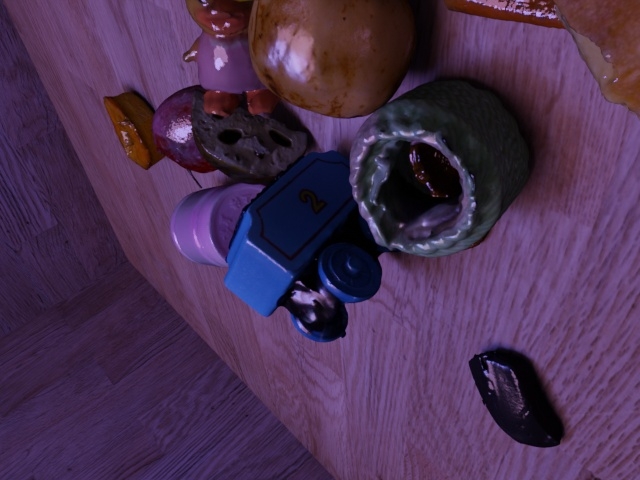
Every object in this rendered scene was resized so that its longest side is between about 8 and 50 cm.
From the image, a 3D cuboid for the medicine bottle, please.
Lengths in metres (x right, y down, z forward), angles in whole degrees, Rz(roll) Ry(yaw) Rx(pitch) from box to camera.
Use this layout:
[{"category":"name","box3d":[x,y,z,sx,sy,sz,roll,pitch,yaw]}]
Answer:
[{"category":"medicine bottle","box3d":[-0.240,-0.035,1.401,0.325,0.212,0.212,-1,121,60]}]

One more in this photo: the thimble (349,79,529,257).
[{"category":"thimble","box3d":[0.145,-0.088,0.717,0.218,0.150,0.219,24,132,29]}]

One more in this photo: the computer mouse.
[{"category":"computer mouse","box3d":[0.340,0.289,0.973,0.217,0.073,0.122,60,154,-9]}]

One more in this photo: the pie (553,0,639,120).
[{"category":"pie","box3d":[0.304,-0.199,0.349,0.339,0.083,0.340,22,147,16]}]

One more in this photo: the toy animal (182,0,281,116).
[{"category":"toy animal","box3d":[-0.141,-0.358,0.916,0.281,0.195,0.169,86,180,-53]}]

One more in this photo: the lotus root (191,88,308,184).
[{"category":"lotus root","box3d":[-0.152,-0.190,1.071,0.234,0.138,0.119,26,164,-8]}]

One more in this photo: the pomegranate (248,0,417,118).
[{"category":"pomegranate","box3d":[0.018,-0.270,0.709,0.215,0.215,0.215,40,151,28]}]

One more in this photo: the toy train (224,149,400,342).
[{"category":"toy train","box3d":[0.000,0.000,0.948,0.265,0.300,0.188,37,138,5]}]

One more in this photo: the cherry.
[{"category":"cherry","box3d":[-0.266,-0.252,1.227,0.192,0.175,0.249,48,144,-9]}]

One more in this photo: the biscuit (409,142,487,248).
[{"category":"biscuit","box3d":[0.183,-0.065,0.859,0.188,0.027,0.188,41,152,27]}]

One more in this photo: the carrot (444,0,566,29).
[{"category":"carrot","box3d":[0.231,-0.236,0.549,0.224,0.057,0.057,31,146,34]}]

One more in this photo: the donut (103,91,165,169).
[{"category":"donut","box3d":[-0.577,-0.341,1.709,0.253,0.118,0.254,37,150,26]}]
